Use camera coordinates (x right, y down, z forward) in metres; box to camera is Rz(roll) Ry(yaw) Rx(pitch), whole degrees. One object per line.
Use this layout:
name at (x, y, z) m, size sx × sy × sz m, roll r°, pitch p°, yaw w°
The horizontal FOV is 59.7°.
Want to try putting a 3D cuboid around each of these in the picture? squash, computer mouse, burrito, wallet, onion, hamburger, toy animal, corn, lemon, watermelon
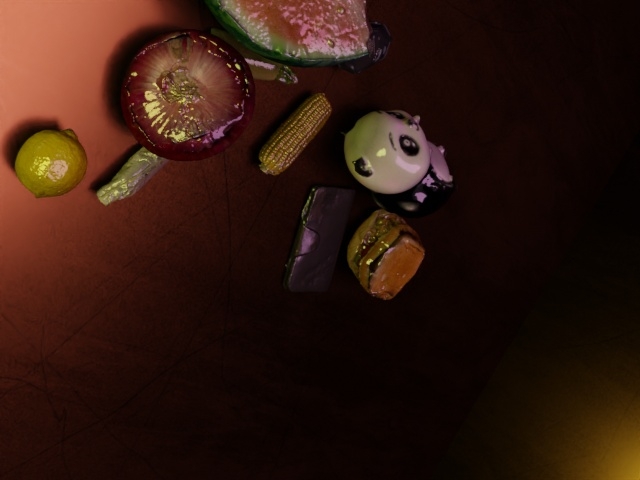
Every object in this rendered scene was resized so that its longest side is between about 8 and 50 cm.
squash at (-0.140, -0.368, 1.154) m, size 0.200 × 0.075 × 0.090 m, roll 12°, pitch 85°, yaw -24°
computer mouse at (0.092, -0.460, 1.327) m, size 0.192 × 0.062 × 0.105 m, roll -29°, pitch 129°, yaw -36°
burrito at (-0.344, -0.152, 1.099) m, size 0.058 × 0.063 × 0.229 m, roll 39°, pitch 72°, yaw -7°
wallet at (0.000, 0.000, 1.512) m, size 0.165 × 0.042 × 0.309 m, roll 2°, pitch 111°, yaw -45°
onion at (-0.241, -0.263, 1.035) m, size 0.248 × 0.248 × 0.161 m, roll -55°, pitch 171°, yaw -4°
hamburger at (0.186, 0.041, 1.625) m, size 0.244 × 0.163 × 0.244 m, roll -28°, pitch 137°, yaw -29°
toy animal at (0.193, -0.200, 1.445) m, size 0.310 × 0.251 × 0.251 m, roll 30°, pitch 91°, yaw -39°
corn at (-0.059, -0.246, 1.292) m, size 0.238 × 0.080 × 0.080 m, roll -50°, pitch 137°, yaw -13°
lemon at (-0.459, -0.133, 0.957) m, size 0.109 × 0.109 × 0.133 m, roll 36°, pitch 77°, yaw -47°
watermelon at (-0.047, -0.409, 1.038) m, size 0.292 × 0.222 × 0.319 m, roll -25°, pitch 165°, yaw -8°
